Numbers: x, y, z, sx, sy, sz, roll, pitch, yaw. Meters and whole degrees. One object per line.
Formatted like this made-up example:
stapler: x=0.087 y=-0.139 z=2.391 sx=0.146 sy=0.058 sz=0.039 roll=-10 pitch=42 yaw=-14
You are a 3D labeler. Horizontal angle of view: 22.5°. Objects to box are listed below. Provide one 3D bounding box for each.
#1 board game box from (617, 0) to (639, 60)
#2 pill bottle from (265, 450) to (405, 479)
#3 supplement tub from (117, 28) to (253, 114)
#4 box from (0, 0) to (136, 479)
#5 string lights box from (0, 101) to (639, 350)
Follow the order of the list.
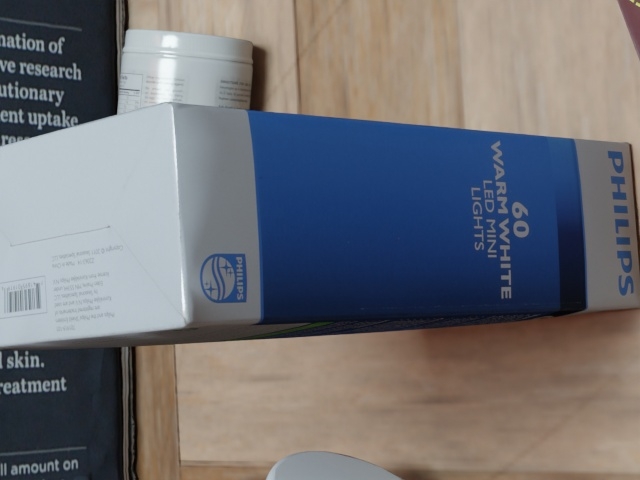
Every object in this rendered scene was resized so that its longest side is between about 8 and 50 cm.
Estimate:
board game box: x=0.183 y=-0.109 z=0.627 sx=0.145 sy=0.027 sz=0.281 roll=-32 pitch=67 yaw=41
pill bottle: x=-0.028 y=0.231 z=0.748 sx=0.146 sy=0.146 sz=0.264 roll=39 pitch=116 yaw=38
supplement tub: x=-0.073 y=-0.055 z=0.851 sx=0.071 sy=0.071 sz=0.107 roll=10 pitch=95 yaw=45
box: x=-0.370 y=-0.041 z=0.997 sx=0.480 sy=0.297 sz=0.471 roll=-5 pitch=84 yaw=45
string lights box: x=0.000 y=0.000 z=0.643 sx=0.133 sy=0.260 sz=0.076 roll=-8 pitch=84 yaw=44
